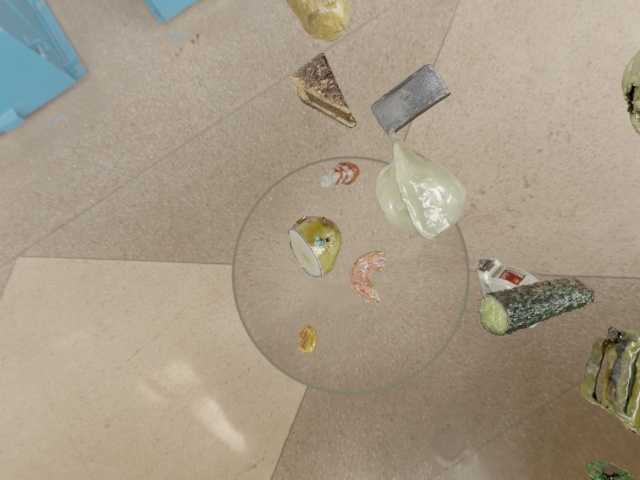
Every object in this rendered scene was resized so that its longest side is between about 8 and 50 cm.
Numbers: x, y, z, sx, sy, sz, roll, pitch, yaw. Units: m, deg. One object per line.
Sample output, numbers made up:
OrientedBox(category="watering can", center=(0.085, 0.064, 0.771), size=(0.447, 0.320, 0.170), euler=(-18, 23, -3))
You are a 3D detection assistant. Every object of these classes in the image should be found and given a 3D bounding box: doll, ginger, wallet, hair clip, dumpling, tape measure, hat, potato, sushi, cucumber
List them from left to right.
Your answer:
OrientedBox(category="ginger", center=(-0.061, -0.364, 0.481), size=(0.065, 0.118, 0.299), euler=(-44, 122, -3))
OrientedBox(category="potato", center=(-0.004, 0.020, 1.881), size=(0.196, 0.300, 0.246), euler=(-33, 59, -20))
OrientedBox(category="hair clip", center=(-0.001, -0.001, 1.415), size=(0.049, 0.173, 0.049), euler=(0, 90, -7))
OrientedBox(category="hat", center=(0.067, -0.262, 1.693), size=(0.162, 0.112, 0.094), euler=(-19, 121, -35))
OrientedBox(category="wallet", center=(0.372, -0.590, 1.760), size=(0.309, 0.042, 0.165), euler=(-32, 103, 26))
OrientedBox(category="dumpling", center=(0.273, -0.176, 1.184), size=(0.233, 0.395, 0.316), euler=(-17, 107, 22))
OrientedBox(category="tape measure", center=(0.766, 0.218, 1.684), size=(0.130, 0.265, 0.258), euler=(-39, 124, -22))
OrientedBox(category="cucumber", center=(0.517, 0.139, 0.956), size=(0.359, 0.096, 0.096), euler=(-6, 84, -27))
OrientedBox(category="doll", center=(0.543, 0.480, 0.802), size=(0.078, 0.076, 0.113), euler=(-6, 113, -20))
OrientedBox(category="sushi", center=(0.439, 0.205, 0.452), size=(0.290, 0.131, 0.139), euler=(23, 83, -1))

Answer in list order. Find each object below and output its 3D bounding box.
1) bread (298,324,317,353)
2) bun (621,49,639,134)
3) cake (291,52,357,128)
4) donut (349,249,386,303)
OrientedBox(category="bread", center=(-0.049, 0.389, 1.642), size=(0.083, 0.044, 0.111), euler=(-27, 54, 39))
OrientedBox(category="bun", center=(0.715, -0.287, 0.846), size=(0.152, 0.259, 0.259), euler=(-29, 84, 20))
OrientedBox(category="cake", center=(0.006, -0.424, 1.260), size=(0.135, 0.112, 0.246), euler=(-24, 66, 9))
OrientedBox(category="donut", center=(0.142, 0.107, 1.294), size=(0.117, 0.065, 0.166), euler=(7, 86, 14))
